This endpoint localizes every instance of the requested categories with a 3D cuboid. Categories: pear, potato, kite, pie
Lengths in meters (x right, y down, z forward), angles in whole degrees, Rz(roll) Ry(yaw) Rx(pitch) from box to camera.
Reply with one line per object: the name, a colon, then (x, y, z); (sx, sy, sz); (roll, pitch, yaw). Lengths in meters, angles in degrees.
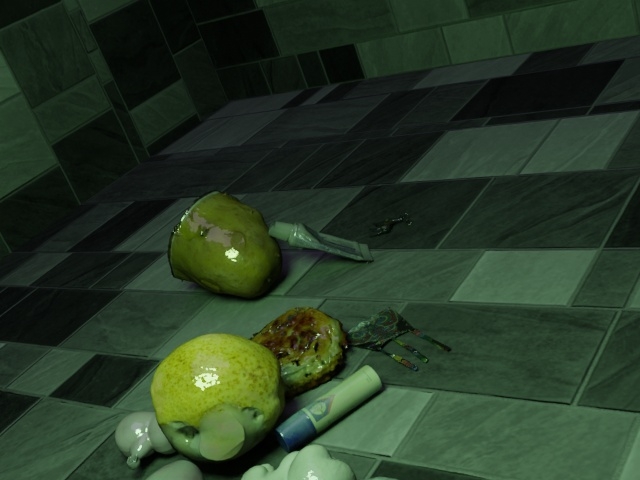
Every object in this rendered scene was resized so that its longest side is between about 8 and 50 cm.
pear: (-0.197, 0.307, 1.665); (0.271, 0.271, 0.271); (-18, 24, 8)
potato: (-0.226, 0.049, 2.341); (0.296, 0.397, 0.290); (30, 87, 18)
kite: (0.163, 0.214, 1.850); (0.152, 0.015, 0.285); (-32, 26, -21)
pie: (-0.081, 0.254, 1.885); (0.308, 0.086, 0.308); (-18, 25, 9)

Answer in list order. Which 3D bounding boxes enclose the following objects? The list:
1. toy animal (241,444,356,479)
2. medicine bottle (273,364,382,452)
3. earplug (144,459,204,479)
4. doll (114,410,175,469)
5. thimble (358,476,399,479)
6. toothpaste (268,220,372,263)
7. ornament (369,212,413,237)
toy animal: (-0.040, 0.439, 1.410); (0.193, 0.128, 0.178); (-10, 29, 22)
medicine bottle: (0.016, 0.332, 1.670); (0.230, 0.059, 0.059); (-31, 25, -21)
earplug: (-0.281, 0.498, 1.473); (0.172, 0.172, 0.301); (-13, 18, 18)
doll: (-0.324, 0.364, 1.848); (0.160, 0.094, 0.365); (0, 32, 25)
thimble: (0.084, 0.473, 1.204); (0.217, 0.157, 0.245); (-32, 25, -16)
toothpaste: (0.000, 0.002, 2.237); (0.282, 0.068, 0.099); (13, 51, -10)
ornament: (0.198, -0.044, 2.352); (0.125, 0.028, 0.073); (-12, 25, 25)
